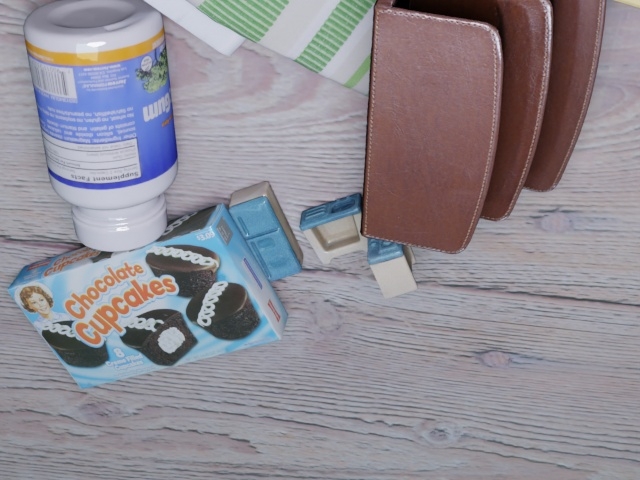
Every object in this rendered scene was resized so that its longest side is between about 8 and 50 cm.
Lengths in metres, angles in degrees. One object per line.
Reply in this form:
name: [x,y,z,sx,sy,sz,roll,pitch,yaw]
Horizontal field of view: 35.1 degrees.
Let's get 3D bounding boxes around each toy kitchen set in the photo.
toy kitchen set: [0.000,0.000,1.217,0.207,0.166,0.122,-18,120,14]

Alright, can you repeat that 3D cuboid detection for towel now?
towel: [0.027,-0.288,1.061,0.325,0.038,0.248,20,126,-30]

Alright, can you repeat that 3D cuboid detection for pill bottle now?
pill bottle: [-0.243,-0.130,1.160,0.152,0.152,0.272,0,122,3]

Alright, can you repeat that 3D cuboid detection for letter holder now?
letter holder: [0.169,-0.136,1.058,0.215,0.152,0.301,13,137,11]

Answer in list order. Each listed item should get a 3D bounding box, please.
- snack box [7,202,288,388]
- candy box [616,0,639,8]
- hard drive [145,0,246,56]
snack box: [-0.226,0.080,1.318,0.322,0.060,0.187,-16,119,23]
candy box: [0.372,-0.311,0.984,0.317,0.087,0.182,21,117,14]
hard drive: [-0.065,-0.368,1.023,0.233,0.047,0.353,31,122,-35]
